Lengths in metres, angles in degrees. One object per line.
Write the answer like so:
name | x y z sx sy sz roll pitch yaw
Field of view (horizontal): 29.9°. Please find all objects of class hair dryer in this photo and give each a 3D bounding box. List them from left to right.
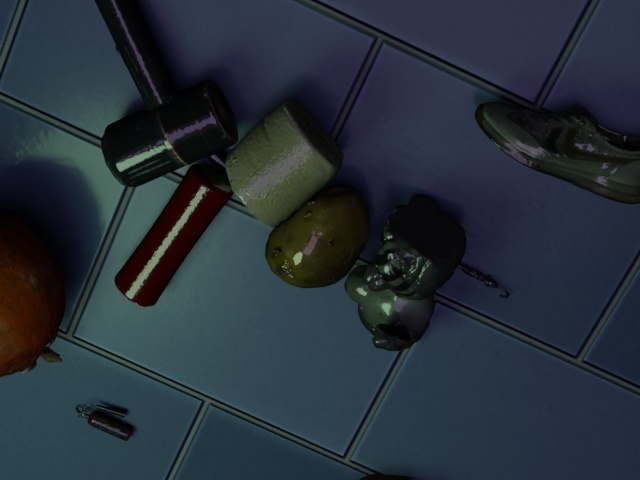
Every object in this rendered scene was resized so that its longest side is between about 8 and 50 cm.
hair dryer | -0.278 -0.264 1.748 0.189 0.107 0.352 -23 99 12
hair dryer | -0.128 -0.138 1.808 0.047 0.026 0.083 43 105 -11

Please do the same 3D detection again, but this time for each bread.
bread | -0.056 -0.113 1.738 0.141 0.148 0.134 -40 87 13

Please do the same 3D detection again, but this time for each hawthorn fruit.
hawthorn fruit | -0.503 0.100 1.824 0.276 0.276 0.307 -36 118 17

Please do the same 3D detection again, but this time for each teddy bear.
teddy bear | 0.110 0.072 1.785 0.144 0.171 0.251 24 114 4

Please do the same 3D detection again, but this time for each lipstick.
lipstick | -0.226 -0.007 1.838 0.080 0.080 0.241 35 110 -8

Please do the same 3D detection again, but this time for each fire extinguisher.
fire extinguisher | -0.356 0.294 1.989 0.100 0.032 0.046 27 122 -11

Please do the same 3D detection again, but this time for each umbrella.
umbrella | 0.241 0.053 1.848 0.122 0.013 0.022 33 132 -8

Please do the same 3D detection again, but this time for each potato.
potato | 0.000 0.000 1.791 0.137 0.137 0.176 41 118 -10

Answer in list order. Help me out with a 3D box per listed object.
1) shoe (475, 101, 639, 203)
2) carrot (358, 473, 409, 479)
shoe | 0.353 -0.144 1.718 0.275 0.103 0.098 20 110 -8
carrot | 0.096 0.538 1.987 0.138 0.139 0.302 0 103 6
